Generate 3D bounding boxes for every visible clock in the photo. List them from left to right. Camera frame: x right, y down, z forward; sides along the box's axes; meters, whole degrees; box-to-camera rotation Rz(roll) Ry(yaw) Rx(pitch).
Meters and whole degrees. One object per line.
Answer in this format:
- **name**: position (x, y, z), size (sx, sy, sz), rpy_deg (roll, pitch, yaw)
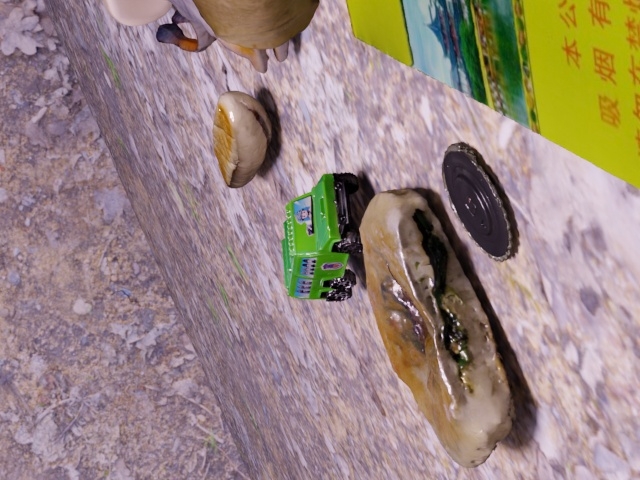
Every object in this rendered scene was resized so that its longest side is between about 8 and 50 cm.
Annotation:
- **clock**: position (0.102, -0.023, 0.707), size (0.083, 0.010, 0.074), rpy_deg (60, 163, 26)

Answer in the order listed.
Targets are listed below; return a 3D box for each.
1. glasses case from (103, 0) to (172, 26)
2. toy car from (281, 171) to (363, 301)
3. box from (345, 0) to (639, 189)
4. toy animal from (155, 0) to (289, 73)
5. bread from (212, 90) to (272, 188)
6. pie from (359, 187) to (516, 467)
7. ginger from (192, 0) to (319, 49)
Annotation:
- **glasses case**: position (-0.233, -0.347, 1.258), size (0.050, 0.083, 0.196), rpy_deg (41, 152, 60)
- **toy car**: position (0.000, 0.000, 0.957), size (0.165, 0.063, 0.071), rpy_deg (102, 163, -67)
- **box**: position (0.083, -0.152, 0.514), size (0.335, 0.047, 0.187), rpy_deg (45, 155, 57)
- **toy animal**: position (-0.126, -0.222, 1.002), size (0.302, 0.225, 0.284), rpy_deg (42, 172, 34)
- **bread**: position (-0.081, -0.104, 1.149), size (0.214, 0.053, 0.073), rpy_deg (121, 128, -75)
- **pie**: position (0.083, 0.067, 0.834), size (0.185, 0.052, 0.218), rpy_deg (117, 131, -78)
- **ginger**: position (-0.051, -0.212, 0.623), size (0.116, 0.109, 0.263), rpy_deg (19, 163, 11)
